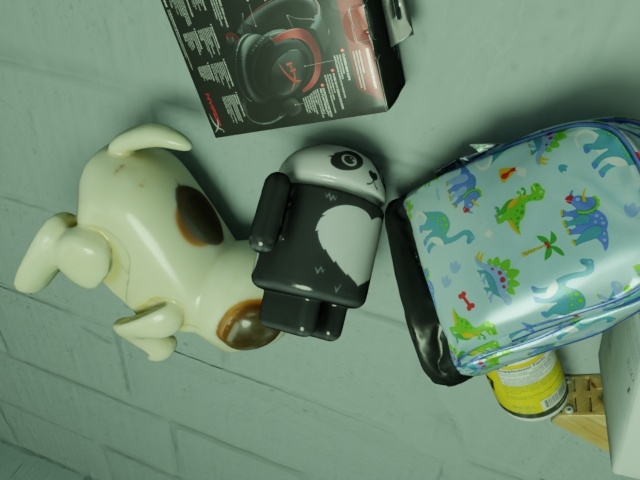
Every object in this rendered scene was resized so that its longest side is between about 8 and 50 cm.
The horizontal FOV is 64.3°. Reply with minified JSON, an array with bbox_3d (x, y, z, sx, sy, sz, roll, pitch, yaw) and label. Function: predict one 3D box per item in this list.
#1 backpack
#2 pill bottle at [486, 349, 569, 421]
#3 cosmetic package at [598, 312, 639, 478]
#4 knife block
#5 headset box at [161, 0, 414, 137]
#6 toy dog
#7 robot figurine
[{"bbox_3d":[0.263,0.003,0.626,0.356,0.290,0.273,-17,159,20],"label":"backpack"},{"bbox_3d":[0.313,0.180,0.815,0.119,0.119,0.208,-12,122,30],"label":"pill bottle"},{"bbox_3d":[0.464,0.161,0.674,0.138,0.224,0.224,3,125,21],"label":"cosmetic package"},{"bbox_3d":[0.554,0.334,0.850,0.276,0.088,0.242,-12,118,30],"label":"knife block"},{"bbox_3d":[-0.031,-0.267,0.654,0.293,0.110,0.218,-3,123,26],"label":"headset box"},{"bbox_3d":[-0.217,0.029,0.884,0.408,0.284,0.395,35,112,-5],"label":"toy dog"},{"bbox_3d":[0.000,0.000,0.738,0.174,0.278,0.209,12,171,3],"label":"robot figurine"}]
